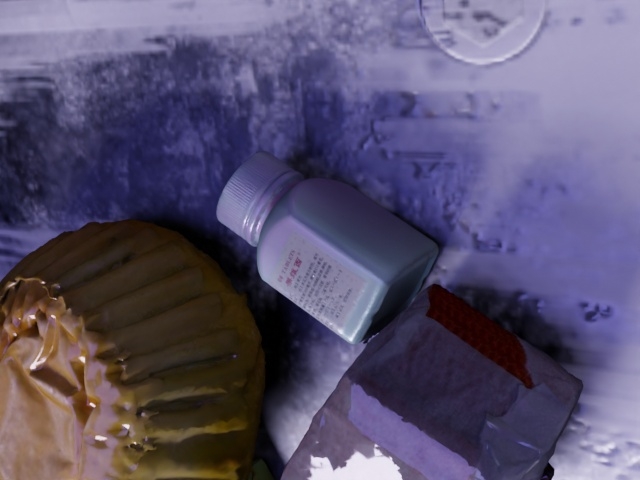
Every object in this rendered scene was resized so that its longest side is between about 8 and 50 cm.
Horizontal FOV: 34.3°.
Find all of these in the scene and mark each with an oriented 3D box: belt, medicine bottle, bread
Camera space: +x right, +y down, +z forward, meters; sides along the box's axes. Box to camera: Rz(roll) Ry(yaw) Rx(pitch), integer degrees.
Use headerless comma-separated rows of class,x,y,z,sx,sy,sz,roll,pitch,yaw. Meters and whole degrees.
belt,0.060,0.131,0.581,0.124,0.128,0.200,36,119,15
medicine bottle,0.000,0.000,0.603,0.118,0.074,0.055,35,121,16
bread,-0.145,0.101,0.671,0.240,0.139,0.239,-2,87,33

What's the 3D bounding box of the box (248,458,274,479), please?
box,-0.125,0.286,0.793,0.311,0.043,0.172,-26,92,34
